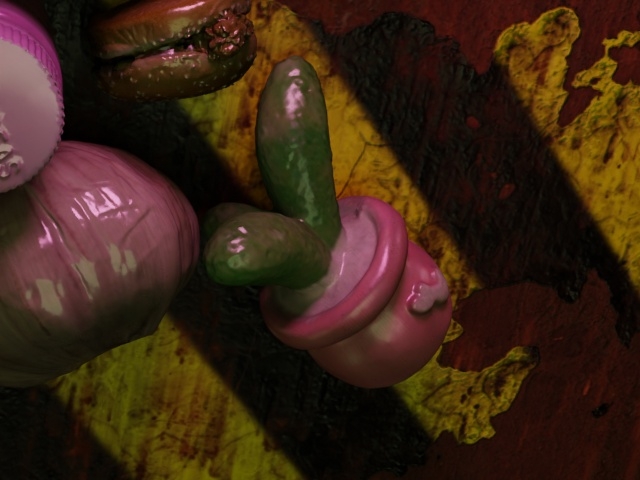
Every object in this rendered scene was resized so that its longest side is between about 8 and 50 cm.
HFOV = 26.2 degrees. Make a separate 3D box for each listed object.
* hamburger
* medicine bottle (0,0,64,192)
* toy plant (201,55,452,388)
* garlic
[{"bbox_3d":[-0.159,-0.213,1.513,0.189,0.215,0.122,-17,103,-22],"label":"hamburger"},{"bbox_3d":[-0.360,-0.175,1.433,0.178,0.290,0.178,-6,116,-13],"label":"medicine bottle"},{"bbox_3d":[0.006,0.003,1.668,0.211,0.317,0.356,-15,134,43],"label":"toy plant"},{"bbox_3d":[-0.298,0.017,1.543,0.317,0.317,0.259,-21,89,-5],"label":"garlic"}]
